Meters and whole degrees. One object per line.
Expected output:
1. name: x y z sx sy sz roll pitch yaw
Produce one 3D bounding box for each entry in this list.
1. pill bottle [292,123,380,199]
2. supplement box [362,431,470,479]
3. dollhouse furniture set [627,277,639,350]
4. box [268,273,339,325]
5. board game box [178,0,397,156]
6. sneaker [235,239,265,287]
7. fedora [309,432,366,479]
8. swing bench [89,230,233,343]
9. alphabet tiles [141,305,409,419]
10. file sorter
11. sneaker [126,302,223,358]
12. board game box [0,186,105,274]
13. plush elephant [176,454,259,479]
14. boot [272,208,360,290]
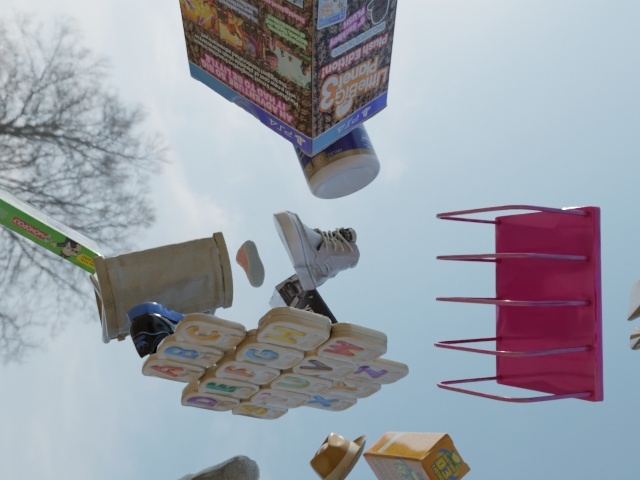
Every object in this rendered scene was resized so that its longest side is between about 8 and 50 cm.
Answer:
1. pill bottle: 0.010 -0.231 1.348 0.153 0.153 0.265 -32 -112 30
2. supplement box: 0.169 0.403 1.203 0.078 0.080 0.233 58 -28 1
3. dollhouse furniture set: 0.500 0.125 0.861 0.151 0.123 0.144 15 -109 6
4. box: -0.021 0.208 1.526 0.076 0.307 0.242 -33 -97 -13
5. board game box: -0.041 -0.288 0.744 0.232 0.291 0.141 37 -123 27
6. sneaker: -0.196 0.071 1.817 0.070 0.051 0.134 -29 -108 52
7. fedora: 0.029 0.510 1.545 0.079 0.194 0.194 39 -74 3
8. swing bench: -0.331 0.103 1.363 0.254 0.253 0.165 -26 -102 66
9. alphabet tiles: -0.052 0.155 0.769 0.284 0.278 0.021 -43 -143 47
10. file sorter: 0.293 0.094 1.021 0.202 0.182 0.291 -6 -97 60
11. sneaker: -0.242 0.177 1.158 0.081 0.232 0.090 -33 -120 24
12. board game box: -0.611 -0.043 1.376 0.046 0.317 0.213 -57 -156 -4
13. plush elephant: -0.224 0.583 1.223 0.255 0.272 0.330 57 -33 1
14. boot: 0.000 0.000 1.130 0.123 0.258 0.095 -25 -112 -4
